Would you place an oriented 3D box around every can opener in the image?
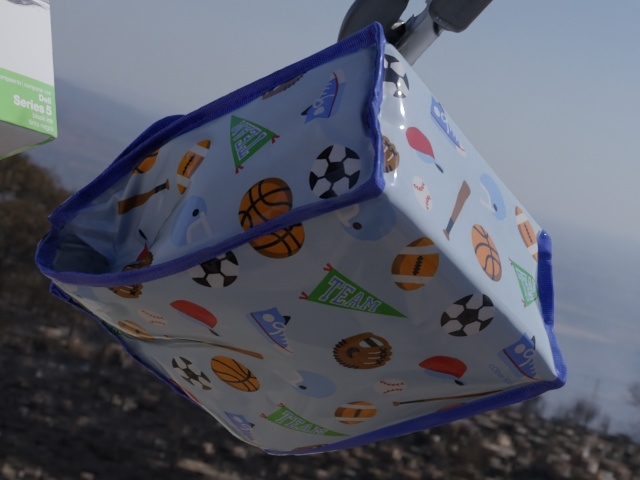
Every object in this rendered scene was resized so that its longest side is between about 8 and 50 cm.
[{"bbox_3d":[0.116,-0.255,1.284,0.095,0.076,0.283,25,-43,-20],"label":"can opener"}]

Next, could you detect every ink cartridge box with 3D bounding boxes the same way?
[{"bbox_3d":[-0.402,-0.225,1.427,0.198,0.273,0.115,-15,-17,32],"label":"ink cartridge box"}]

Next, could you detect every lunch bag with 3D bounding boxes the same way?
[{"bbox_3d":[-0.022,0.029,1.195,0.385,0.239,0.328,-24,-50,27],"label":"lunch bag"}]
